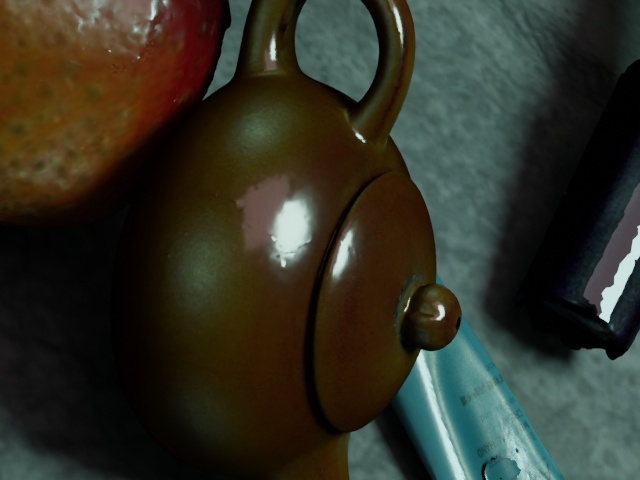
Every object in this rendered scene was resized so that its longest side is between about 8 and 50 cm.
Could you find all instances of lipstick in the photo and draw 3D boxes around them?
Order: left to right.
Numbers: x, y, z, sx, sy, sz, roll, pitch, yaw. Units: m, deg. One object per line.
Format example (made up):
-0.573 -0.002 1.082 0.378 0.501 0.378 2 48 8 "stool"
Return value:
0.228 -0.120 0.920 0.077 0.077 0.418 34 69 -11 "lipstick"

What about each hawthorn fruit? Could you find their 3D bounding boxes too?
-0.113 -0.102 0.701 0.157 0.194 0.157 31 18 -11 "hawthorn fruit"

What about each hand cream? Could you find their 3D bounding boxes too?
0.063 0.079 0.804 0.083 0.048 0.224 -26 83 -42 "hand cream"

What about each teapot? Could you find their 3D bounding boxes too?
0.000 0.000 0.695 0.135 0.252 0.178 13 13 19 "teapot"
